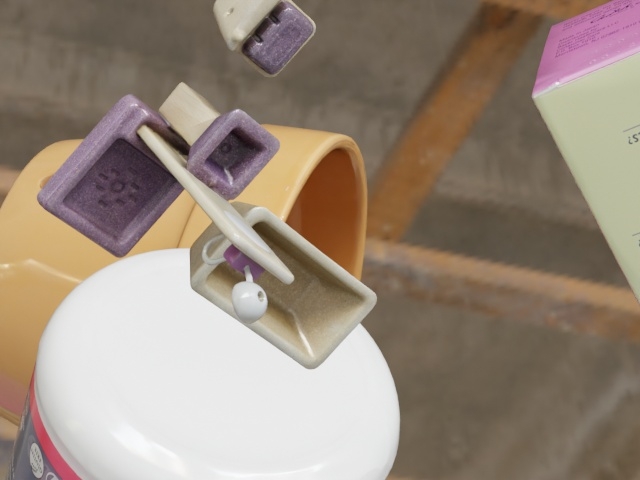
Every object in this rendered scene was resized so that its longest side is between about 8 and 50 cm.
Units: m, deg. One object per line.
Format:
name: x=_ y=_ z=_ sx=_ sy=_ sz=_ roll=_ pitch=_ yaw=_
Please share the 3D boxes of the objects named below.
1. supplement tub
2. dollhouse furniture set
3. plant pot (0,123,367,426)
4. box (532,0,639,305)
supplement tub: x=-0.081 y=0.157 z=0.957 sx=0.191 sy=0.191 sz=0.272 roll=7 pitch=-50 yaw=-16
dollhouse furniture set: x=0.000 y=0.000 z=0.498 sx=0.091 sy=0.081 sz=0.114 roll=-48 pitch=-47 yaw=4
plant pot: x=-0.107 y=0.049 z=1.203 sx=0.204 sy=0.291 sz=0.291 roll=13 pitch=-39 yaw=13
box: x=0.271 y=-0.041 z=0.977 sx=0.214 sy=0.117 sz=0.243 roll=-23 pitch=-72 yaw=23
